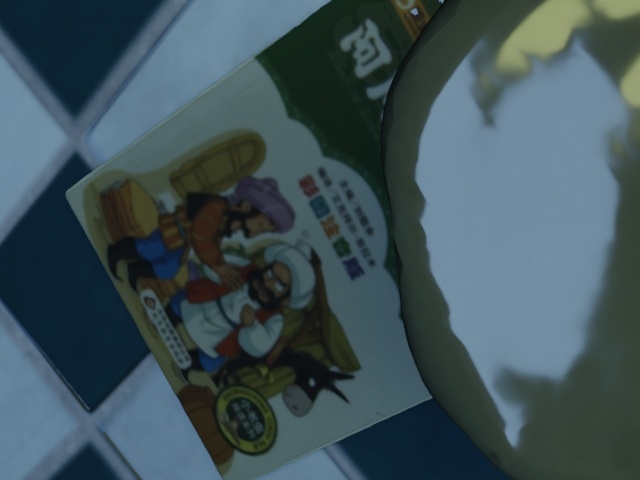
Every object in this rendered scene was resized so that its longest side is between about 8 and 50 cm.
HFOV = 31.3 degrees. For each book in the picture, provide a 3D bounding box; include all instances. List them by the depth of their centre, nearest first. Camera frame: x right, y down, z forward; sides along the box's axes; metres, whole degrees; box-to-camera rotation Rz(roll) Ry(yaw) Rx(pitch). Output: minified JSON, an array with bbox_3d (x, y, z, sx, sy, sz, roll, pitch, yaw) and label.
[{"bbox_3d":[0.000,0.000,0.606,0.264,0.027,0.202,-30,88,30],"label":"book"}]

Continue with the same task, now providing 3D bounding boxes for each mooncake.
[{"bbox_3d":[0.158,-0.014,0.444,0.275,0.135,0.275,2,100,13],"label":"mooncake"}]
